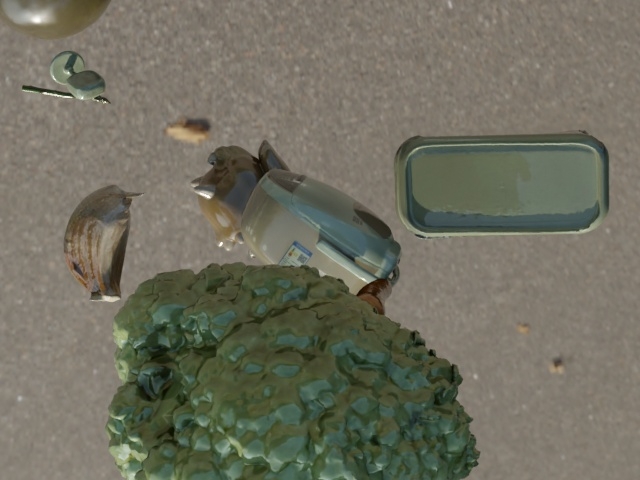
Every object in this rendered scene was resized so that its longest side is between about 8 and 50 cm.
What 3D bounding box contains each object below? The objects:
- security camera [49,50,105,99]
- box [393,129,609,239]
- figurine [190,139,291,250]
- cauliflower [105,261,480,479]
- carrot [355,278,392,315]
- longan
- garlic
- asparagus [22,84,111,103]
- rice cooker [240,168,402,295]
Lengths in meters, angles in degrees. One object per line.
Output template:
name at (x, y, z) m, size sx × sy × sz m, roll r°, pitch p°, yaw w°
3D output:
security camera at (-0.354, -0.234, 1.558) m, size 0.058 × 0.092 × 0.058 m, roll -22°, pitch 137°, yaw -23°
box at (0.245, -0.083, 1.430) m, size 0.274 × 0.178 × 0.138 m, roll 1°, pitch 102°, yaw 14°
figurine at (-0.102, -0.044, 1.760) m, size 0.173 × 0.177 × 0.247 m, roll -38°, pitch 125°, yaw 2°
cauliflower at (-0.029, 0.167, 0.791) m, size 0.260 × 0.327 × 0.281 m, roll -30°, pitch 154°, yaw -14°
carrot at (0.053, 0.059, 1.086) m, size 0.037 × 0.190 × 0.037 m, roll 1°, pitch 98°, yaw 8°
longan at (-0.452, -0.457, 1.745) m, size 0.248 × 0.248 × 0.248 m, roll -4°, pitch 136°, yaw -4°
garlic at (-0.329, -0.014, 1.646) m, size 0.090 × 0.128 × 0.198 m, roll 3°, pitch 117°, yaw -48°
asparagus at (-0.470, -0.272, 1.973) m, size 0.163 × 0.016 × 0.016 m, roll 7°, pitch 177°, yaw -7°
rice cooker at (0.000, 0.000, 1.288) m, size 0.206 × 0.145 × 0.127 m, roll 40°, pitch 106°, yaw -1°
